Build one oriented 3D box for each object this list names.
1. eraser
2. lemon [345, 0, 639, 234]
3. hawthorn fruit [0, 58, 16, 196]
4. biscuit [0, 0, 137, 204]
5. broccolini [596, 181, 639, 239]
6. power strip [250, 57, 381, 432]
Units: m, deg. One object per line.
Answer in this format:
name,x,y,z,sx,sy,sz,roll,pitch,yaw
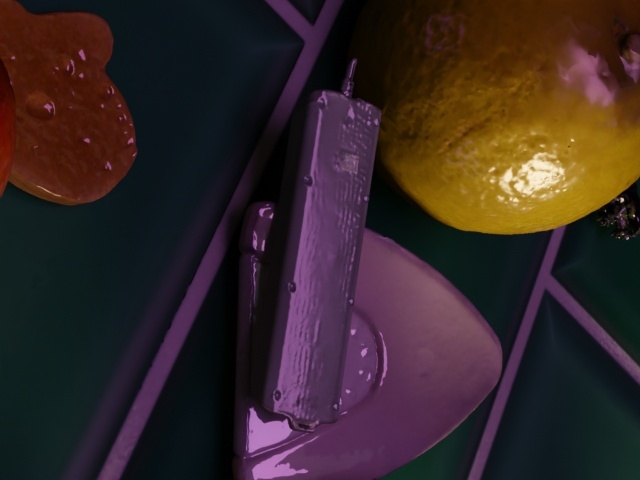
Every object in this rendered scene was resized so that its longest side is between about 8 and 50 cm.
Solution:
eraser,0.036,0.086,0.887,0.243,0.059,0.204,7,83,-41
lemon,0.155,-0.121,0.906,0.240,0.219,0.240,1,88,-40
hawthorn fruit,-0.225,-0.051,0.560,0.173,0.173,0.173,3,86,-45
biscuit,-0.163,-0.088,0.724,0.140,0.023,0.118,49,56,-31
broccolini,0.273,-0.126,1.161,0.058,0.071,0.254,-7,86,-3
power strip,0.000,0.000,0.810,0.060,0.027,0.252,14,79,-31
